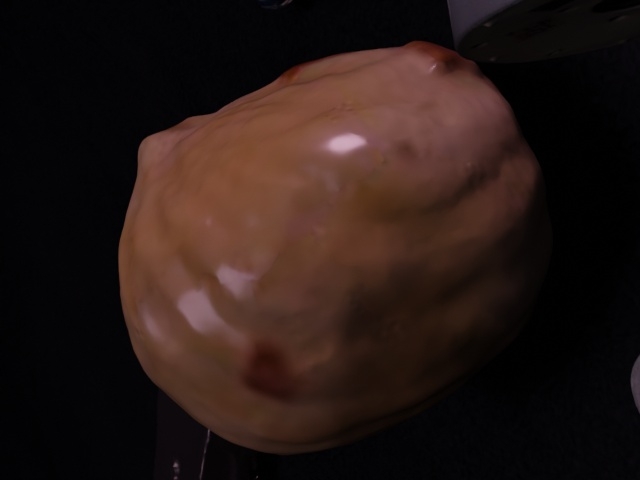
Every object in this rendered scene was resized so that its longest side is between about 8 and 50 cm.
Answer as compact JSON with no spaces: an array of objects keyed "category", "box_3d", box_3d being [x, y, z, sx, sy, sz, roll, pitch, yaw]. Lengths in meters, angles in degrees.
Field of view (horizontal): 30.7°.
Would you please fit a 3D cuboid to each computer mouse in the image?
[{"category":"computer mouse","box_3d":[-0.101,0.204,1.061,0.122,0.073,0.217,20,107,52]}]

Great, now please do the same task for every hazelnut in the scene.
[{"category":"hazelnut","box_3d":[0.000,0.000,0.689,0.241,0.261,0.261,39,140,-1]}]

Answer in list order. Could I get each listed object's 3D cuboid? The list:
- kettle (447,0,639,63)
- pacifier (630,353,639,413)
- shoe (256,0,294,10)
[{"category":"kettle","box_3d":[0.129,-0.220,0.482,0.210,0.160,0.243,-15,86,43]},{"category":"pacifier","box_3d":[0.197,0.058,0.526,0.127,0.116,0.150,24,116,24]},{"category":"shoe","box_3d":[-0.044,-0.243,0.868,0.064,0.071,0.143,18,117,56]}]
